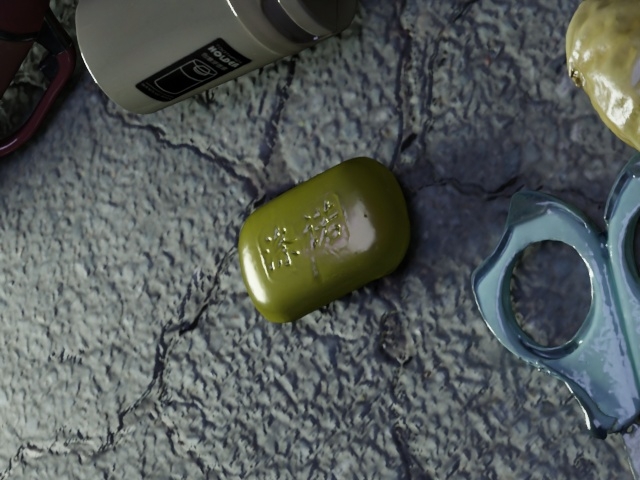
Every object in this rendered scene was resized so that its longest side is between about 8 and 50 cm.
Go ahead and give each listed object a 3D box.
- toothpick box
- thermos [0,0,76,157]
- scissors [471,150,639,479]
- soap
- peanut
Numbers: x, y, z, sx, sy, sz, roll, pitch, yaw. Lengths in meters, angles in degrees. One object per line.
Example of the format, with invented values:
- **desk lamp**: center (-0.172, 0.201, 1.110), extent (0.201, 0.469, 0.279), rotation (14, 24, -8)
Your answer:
- **toothpick box**: center (-0.074, -0.170, 1.140), extent (0.181, 0.111, 0.111), rotation (-20, 72, 31)
- **thermos**: center (-0.292, -0.131, 1.265), extent (0.136, 0.109, 0.330), rotation (41, 113, 15)
- **scissors**: center (0.200, 0.121, 0.954), extent (0.191, 0.029, 0.360), rotation (-20, 70, 29)
- **soap**: center (-0.001, 0.000, 1.103), extent (0.140, 0.045, 0.089), rotation (-28, 72, 28)
- **peanut**: center (0.238, -0.082, 0.920), extent (0.229, 0.098, 0.103), rotation (30, 98, 34)
